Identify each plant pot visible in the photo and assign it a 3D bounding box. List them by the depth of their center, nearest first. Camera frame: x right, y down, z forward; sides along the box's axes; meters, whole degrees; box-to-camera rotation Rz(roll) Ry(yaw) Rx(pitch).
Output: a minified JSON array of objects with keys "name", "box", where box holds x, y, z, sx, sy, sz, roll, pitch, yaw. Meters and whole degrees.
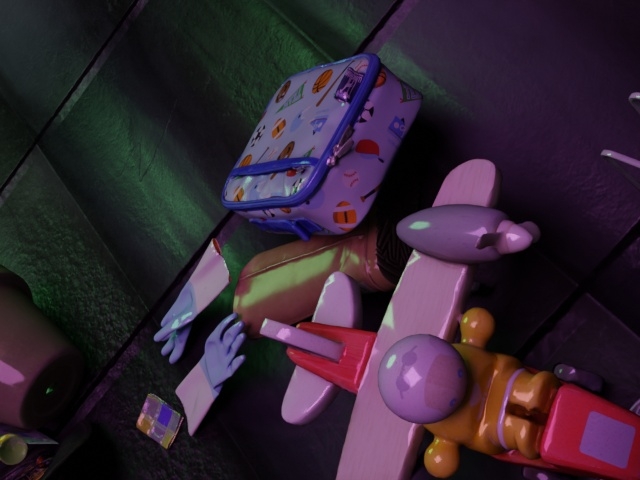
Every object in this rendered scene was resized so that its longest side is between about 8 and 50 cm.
[{"name":"plant pot","box":[-0.524,0.195,1.475,0.229,0.263,0.263,26,93,21]}]

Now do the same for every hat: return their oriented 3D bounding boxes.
[{"name":"hat","box":[-0.446,0.425,1.367,0.331,0.331,0.134,-29,101,25]}]

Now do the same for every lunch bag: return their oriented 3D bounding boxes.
[{"name":"lunch bag","box":[-0.008,-0.115,1.183,0.243,0.115,0.303,-61,24,-14]}]

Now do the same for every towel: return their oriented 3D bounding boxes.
[{"name":"towel","box":[-0.249,0.279,1.385,0.083,0.009,0.060,25,91,37]}]

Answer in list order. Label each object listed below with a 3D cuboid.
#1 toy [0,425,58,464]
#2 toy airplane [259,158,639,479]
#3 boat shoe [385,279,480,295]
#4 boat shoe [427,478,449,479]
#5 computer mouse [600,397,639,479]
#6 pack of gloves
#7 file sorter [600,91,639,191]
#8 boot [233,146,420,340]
[{"name":"toy","box":[-0.517,0.329,1.431,0.237,0.137,0.056,-13,74,58]},{"name":"toy airplane","box":[0.103,0.144,0.955,0.385,0.272,0.386,-28,70,8]},{"name":"boat shoe","box":[0.141,0.059,1.154,0.142,0.049,0.040,8,88,43]},{"name":"boat shoe","box":[0.050,0.404,1.074,0.324,0.123,0.116,-38,61,23]},{"name":"computer mouse","box":[0.341,0.256,0.960,0.106,0.042,0.192,30,100,41]},{"name":"pack of gloves","box":[-0.188,0.143,1.310,0.232,0.046,0.195,-55,46,38]},{"name":"file sorter","box":[0.439,-0.152,0.912,0.173,0.193,0.277,30,95,39]},{"name":"boot","box":[0.000,0.000,1.237,0.270,0.089,0.236,-22,44,40]}]
